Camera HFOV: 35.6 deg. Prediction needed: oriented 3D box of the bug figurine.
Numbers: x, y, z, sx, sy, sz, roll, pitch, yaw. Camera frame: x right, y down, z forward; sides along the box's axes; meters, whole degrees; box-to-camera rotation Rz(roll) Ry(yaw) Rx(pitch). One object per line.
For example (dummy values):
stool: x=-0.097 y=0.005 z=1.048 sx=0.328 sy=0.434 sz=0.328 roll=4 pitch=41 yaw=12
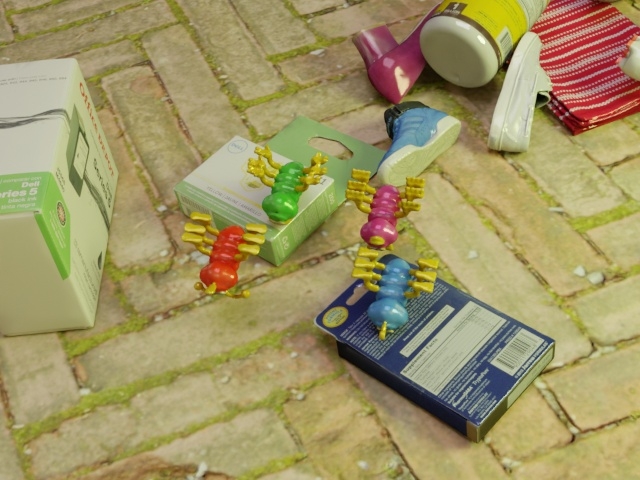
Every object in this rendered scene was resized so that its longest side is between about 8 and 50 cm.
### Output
bug figurine: x=0.000 y=0.000 z=1.107 sx=0.279 sy=0.072 sz=0.216 roll=12 pitch=54 yaw=13

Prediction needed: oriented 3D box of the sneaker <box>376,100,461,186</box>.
sneaker: x=0.103 y=-0.128 z=1.272 sx=0.085 sy=0.058 sz=0.152 roll=33 pitch=55 yaw=27

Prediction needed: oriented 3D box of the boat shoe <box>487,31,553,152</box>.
boat shoe: x=0.268 y=-0.193 z=1.296 sx=0.063 sy=0.066 sz=0.184 roll=17 pitch=58 yaw=11

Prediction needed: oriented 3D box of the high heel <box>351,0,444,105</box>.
high heel: x=0.168 y=-0.273 z=1.410 sx=0.244 sy=0.082 sz=0.117 roll=-22 pitch=77 yaw=-30

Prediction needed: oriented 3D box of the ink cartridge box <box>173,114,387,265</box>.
ink cartridge box: x=-0.043 y=-0.087 z=1.264 sx=0.171 sy=0.056 sz=0.235 roll=27 pitch=58 yaw=31

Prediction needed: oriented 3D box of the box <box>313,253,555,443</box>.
box: x=0.117 y=0.106 z=1.061 sx=0.225 sy=0.036 sz=0.136 roll=30 pitch=57 yaw=32

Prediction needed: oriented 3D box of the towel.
towel: x=0.367 y=-0.257 z=1.375 sx=0.199 sy=0.031 sz=0.275 roll=-20 pitch=46 yaw=-11

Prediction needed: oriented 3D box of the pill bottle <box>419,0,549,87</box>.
pill bottle: x=0.235 y=-0.317 z=1.354 sx=0.117 sy=0.117 sz=0.215 roll=24 pitch=63 yaw=29

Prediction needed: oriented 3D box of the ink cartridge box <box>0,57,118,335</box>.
ink cartridge box: x=-0.331 y=-0.056 z=1.178 sx=0.115 sy=0.198 sz=0.272 roll=-6 pitch=46 yaw=3

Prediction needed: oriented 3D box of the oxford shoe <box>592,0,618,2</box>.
oxford shoe: x=0.525 y=-0.423 z=1.441 sx=0.348 sy=0.123 sz=0.130 roll=-33 pitch=57 yaw=-23

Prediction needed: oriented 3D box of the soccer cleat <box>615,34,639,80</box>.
soccer cleat: x=0.455 y=-0.259 z=1.305 sx=0.076 sy=0.068 sz=0.196 roll=37 pitch=53 yaw=11
